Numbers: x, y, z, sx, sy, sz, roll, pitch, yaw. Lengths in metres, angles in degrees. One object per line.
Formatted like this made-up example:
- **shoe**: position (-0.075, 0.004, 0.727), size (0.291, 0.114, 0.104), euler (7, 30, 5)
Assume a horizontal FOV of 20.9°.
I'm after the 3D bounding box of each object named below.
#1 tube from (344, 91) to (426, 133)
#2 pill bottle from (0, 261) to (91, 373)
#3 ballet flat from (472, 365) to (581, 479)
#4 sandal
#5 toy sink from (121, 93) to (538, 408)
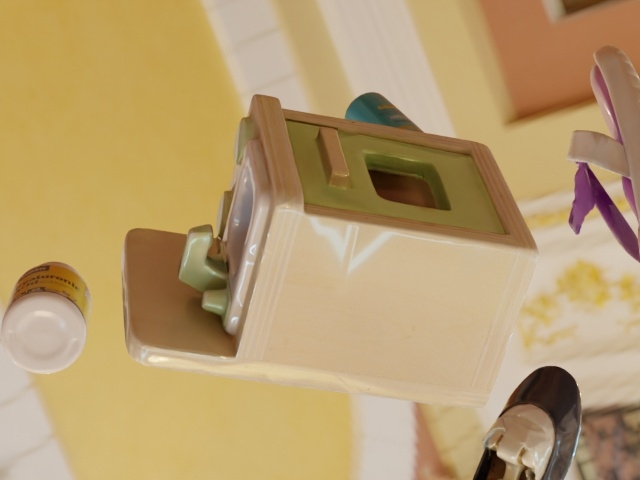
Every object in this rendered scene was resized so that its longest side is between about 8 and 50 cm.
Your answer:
- **tube**: position (0.095, -0.079, 1.675), size (0.080, 0.052, 0.207), euler (6, -155, -36)
- **pill bottle**: position (-0.212, 0.055, 1.349), size (0.065, 0.065, 0.116), euler (-22, -164, 2)
- **ballet flat**: position (0.151, 0.192, 1.373), size (0.203, 0.074, 0.074), euler (-65, -163, -5)
- **sandal**: position (0.256, -0.040, 1.476), size (0.102, 0.169, 0.416), euler (-19, -151, 11)
- **toy sink**: position (0.000, 0.000, 1.111), size (0.234, 0.131, 0.153), euler (9, -153, -13)
